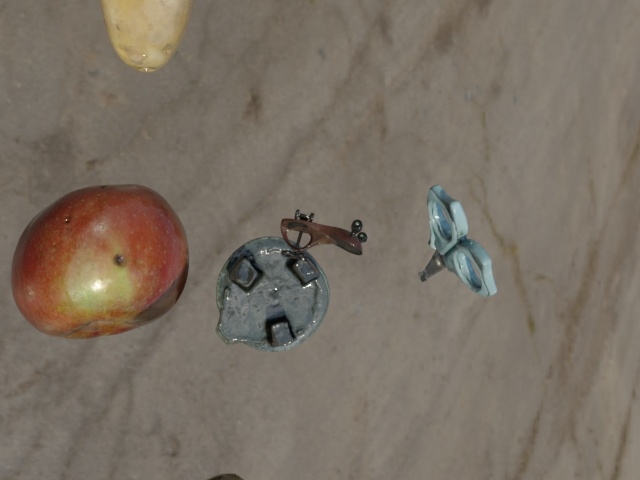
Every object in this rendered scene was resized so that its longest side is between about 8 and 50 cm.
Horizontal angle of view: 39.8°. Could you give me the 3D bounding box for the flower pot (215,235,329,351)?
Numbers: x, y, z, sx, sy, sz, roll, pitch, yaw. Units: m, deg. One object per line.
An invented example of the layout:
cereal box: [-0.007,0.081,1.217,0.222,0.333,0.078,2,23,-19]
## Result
flower pot: [-0.129,0.143,2.180,0.283,0.299,0.299,178,-87,-84]

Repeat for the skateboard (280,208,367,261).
skateboard: [0.000,0.000,1.486,0.067,0.151,0.080,60,44,-67]

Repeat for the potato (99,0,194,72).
potato: [-0.188,-0.311,0.994,0.161,0.128,0.234,-59,157,-85]

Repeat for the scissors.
scissors: [0.203,0.030,1.482,0.191,0.029,0.360,62,-13,9]

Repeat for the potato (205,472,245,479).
potato: [-0.158,0.404,1.219,0.137,0.176,0.137,62,2,-5]

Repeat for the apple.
apple: [-0.434,0.041,1.754,0.348,0.349,0.276,10,66,-58]
